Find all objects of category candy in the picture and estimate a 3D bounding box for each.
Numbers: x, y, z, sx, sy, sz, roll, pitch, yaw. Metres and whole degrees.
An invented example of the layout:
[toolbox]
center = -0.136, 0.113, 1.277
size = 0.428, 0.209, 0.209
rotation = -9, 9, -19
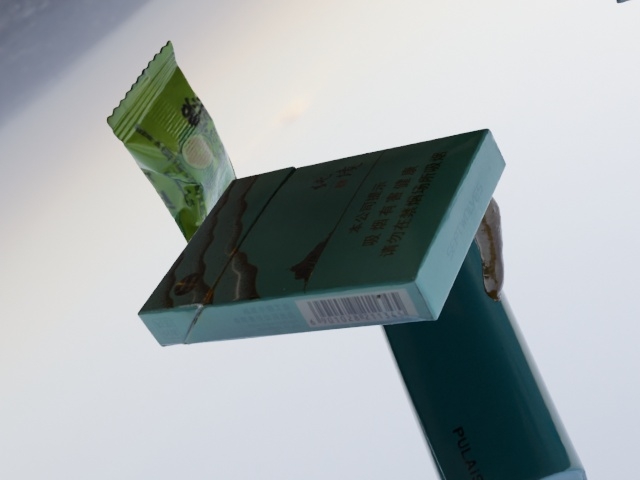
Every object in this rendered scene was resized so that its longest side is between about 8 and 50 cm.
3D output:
[candy]
center = -0.158, -0.092, 1.336
size = 0.069, 0.246, 0.149
rotation = -4, -138, 31

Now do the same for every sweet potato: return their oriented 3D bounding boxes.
[sweet potato]
center = 0.125, 0.001, 0.848
size = 0.026, 0.115, 0.026
rotation = -11, -155, 5

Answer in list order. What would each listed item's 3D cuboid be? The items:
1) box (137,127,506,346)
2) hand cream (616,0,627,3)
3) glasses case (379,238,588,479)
[box]
center = -0.001, 0.000, 0.795
size = 0.229, 0.041, 0.162
rotation = -8, -145, 35
[hand cream]
center = 0.289, -0.194, 0.773
size = 0.171, 0.065, 0.043
rotation = 1, -158, 9
[glasses case]
center = 0.113, 0.083, 0.975
size = 0.117, 0.070, 0.301
rotation = -24, -118, 5
